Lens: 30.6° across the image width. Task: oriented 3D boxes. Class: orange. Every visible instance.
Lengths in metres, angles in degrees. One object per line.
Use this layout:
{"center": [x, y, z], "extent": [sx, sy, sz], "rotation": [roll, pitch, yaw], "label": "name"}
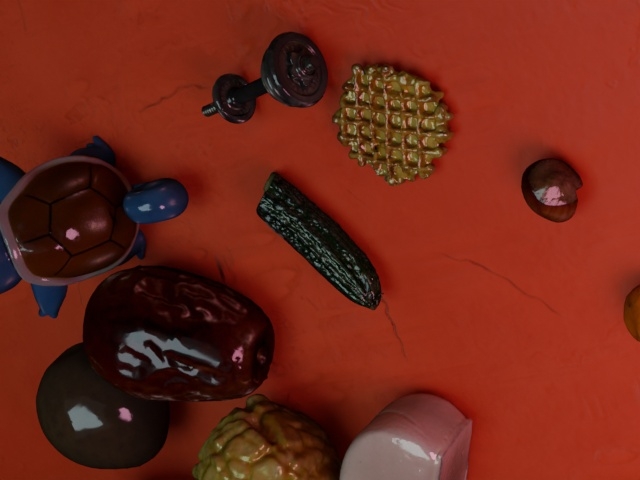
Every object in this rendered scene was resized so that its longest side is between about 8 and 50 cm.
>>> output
{"center": [0.424, 0.093, 1.484], "extent": [0.083, 0.083, 0.084], "rotation": [15, 118, 30], "label": "orange"}

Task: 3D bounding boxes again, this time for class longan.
{"center": [-0.383, 0.300, 2.076], "extent": [0.248, 0.248, 0.248], "rotation": [15, 118, 30], "label": "longan"}

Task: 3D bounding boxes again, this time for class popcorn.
{"center": [-0.087, 0.377, 1.870], "extent": [0.249, 0.249, 0.225], "rotation": [45, 99, 11], "label": "popcorn"}

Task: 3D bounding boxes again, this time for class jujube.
{"center": [-0.236, 0.160, 1.914], "extent": [0.317, 0.223, 0.223], "rotation": [9, 115, 21], "label": "jujube"}

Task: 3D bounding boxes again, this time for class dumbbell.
{"center": [-0.090, -0.223, 1.709], "extent": [0.254, 0.110, 0.110], "rotation": [-17, 99, 46], "label": "dumbbell"}

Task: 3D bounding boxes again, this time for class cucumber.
{"center": [0.001, -0.001, 1.756], "extent": [0.265, 0.077, 0.077], "rotation": [41, 128, 11], "label": "cucumber"}

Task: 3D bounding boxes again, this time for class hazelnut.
{"center": [0.298, -0.064, 1.513], "extent": [0.086, 0.086, 0.086], "rotation": [15, 118, 30], "label": "hazelnut"}

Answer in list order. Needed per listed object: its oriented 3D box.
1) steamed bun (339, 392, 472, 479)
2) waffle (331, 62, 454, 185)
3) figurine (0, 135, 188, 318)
{"center": [0.126, 0.352, 1.769], "extent": [0.164, 0.146, 0.242], "rotation": [18, 120, 26], "label": "steamed bun"}
{"center": [0.100, -0.163, 1.632], "extent": [0.191, 0.038, 0.191], "rotation": [15, 117, 31], "label": "waffle"}
{"center": [-0.414, -0.021, 1.932], "extent": [0.416, 0.243, 0.298], "rotation": [-17, 108, -1], "label": "figurine"}
